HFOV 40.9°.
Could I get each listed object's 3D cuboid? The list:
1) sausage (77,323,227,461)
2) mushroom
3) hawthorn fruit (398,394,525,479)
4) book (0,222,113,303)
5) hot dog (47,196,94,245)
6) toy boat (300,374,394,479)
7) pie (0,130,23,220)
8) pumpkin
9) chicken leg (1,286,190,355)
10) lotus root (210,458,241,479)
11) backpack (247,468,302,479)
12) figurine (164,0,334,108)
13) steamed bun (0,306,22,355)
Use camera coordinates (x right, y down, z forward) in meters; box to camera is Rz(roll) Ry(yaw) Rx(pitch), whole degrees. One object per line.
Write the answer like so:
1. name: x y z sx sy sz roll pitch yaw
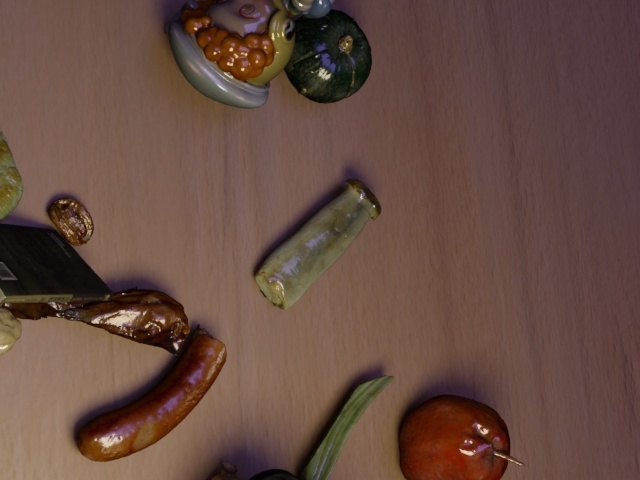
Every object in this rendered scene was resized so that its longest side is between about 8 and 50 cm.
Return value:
1. sausage: -0.261 0.259 1.404 0.302 0.076 0.102 -42 99 -33
2. mushroom: 0.000 0.000 1.629 0.312 0.081 0.100 -45 104 -27
3. hawthorn fruit: 0.277 0.396 1.639 0.211 0.262 0.210 9 74 -34
4. book: -0.421 0.032 1.245 0.160 0.024 0.228 43 13 20
5. hot dog: -0.400 -0.030 1.379 0.083 0.035 0.058 55 50 -14
6. toy boat: 0.041 0.358 1.591 0.055 0.093 0.293 35 60 3
7. pie: -0.574 -0.116 1.236 0.274 0.105 0.257 51 49 -18
8. pumpkin: 0.013 -0.356 1.654 0.190 0.146 0.190 30 45 -35
9. chicken leg: -0.344 0.113 1.350 0.305 0.113 0.093 12 109 -33
10. lotus root: -0.162 0.444 1.445 0.073 0.062 0.150 9 89 -31
11. backpack: -0.031 0.585 1.374 0.446 0.363 0.254 39 20 -34
12. figurine: -0.073 -0.378 1.510 0.382 0.224 0.205 -30 144 -5
13. steamed bun: -0.556 0.127 1.141 0.292 0.295 0.137 24 27 -47
